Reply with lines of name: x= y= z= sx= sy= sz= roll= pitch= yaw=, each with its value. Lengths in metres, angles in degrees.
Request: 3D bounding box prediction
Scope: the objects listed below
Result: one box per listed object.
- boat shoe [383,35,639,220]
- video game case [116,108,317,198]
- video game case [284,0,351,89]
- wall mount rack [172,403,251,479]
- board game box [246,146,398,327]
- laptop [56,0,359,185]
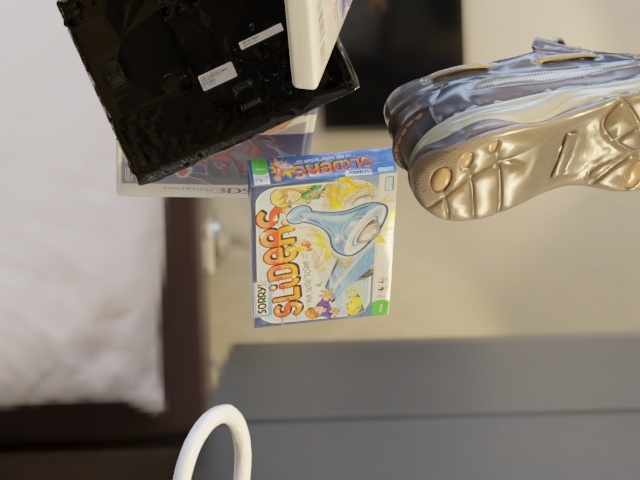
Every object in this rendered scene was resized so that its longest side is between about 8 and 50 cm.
boat shoe: x=0.214 y=-0.121 z=1.521 sx=0.130 sy=0.355 sz=0.132 roll=58 pitch=-36 yaw=34
video game case: x=-0.099 y=-0.097 z=1.657 sx=0.201 sy=0.183 sz=0.023 roll=101 pitch=-12 yaw=-60
video game case: x=0.004 y=-0.193 z=1.043 sx=0.157 sy=0.019 sz=0.143 roll=85 pitch=18 yaw=-44
wall mount rack: x=-0.066 y=0.294 z=1.203 sx=0.304 sy=0.130 sz=0.350 roll=8 pitch=89 yaw=-68
board game box: x=0.000 y=0.000 z=1.673 sx=0.201 sy=0.136 sz=0.035 roll=90 pitch=-8 yaw=-48
laptop: x=-0.081 y=-0.214 z=1.416 sx=0.136 sy=0.234 sz=0.264 roll=-28 pitch=95 yaw=-54
